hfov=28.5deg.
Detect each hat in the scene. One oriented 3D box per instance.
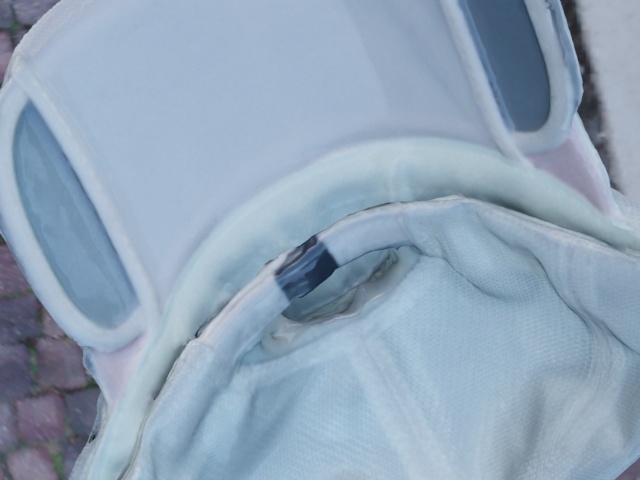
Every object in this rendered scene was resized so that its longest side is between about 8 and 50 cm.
[{"bbox_3d":[0.000,0.000,0.449,0.220,0.164,0.226,-22,62,6],"label":"hat"}]
